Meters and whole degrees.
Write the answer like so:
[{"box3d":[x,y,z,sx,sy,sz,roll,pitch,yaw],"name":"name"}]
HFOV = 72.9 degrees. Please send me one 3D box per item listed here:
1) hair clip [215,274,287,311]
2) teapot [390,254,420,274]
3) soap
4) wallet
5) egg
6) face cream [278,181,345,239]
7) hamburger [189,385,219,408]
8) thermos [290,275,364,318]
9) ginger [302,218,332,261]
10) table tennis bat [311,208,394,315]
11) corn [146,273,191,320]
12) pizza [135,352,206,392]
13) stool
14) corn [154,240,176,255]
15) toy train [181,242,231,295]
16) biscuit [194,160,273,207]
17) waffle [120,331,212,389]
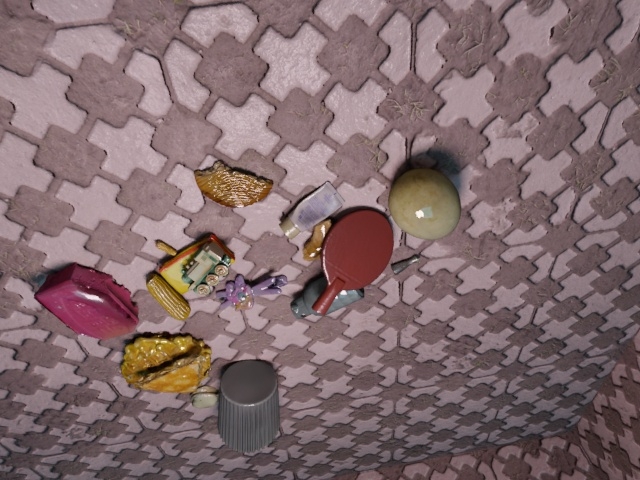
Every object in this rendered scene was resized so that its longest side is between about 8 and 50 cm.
[{"box3d":[-0.264,0.186,1.636,0.278,0.090,0.137,-18,97,1],"name":"hair clip"},{"box3d":[0.334,0.094,1.704,0.111,0.042,0.043,-28,130,8],"name":"teapot"},{"box3d":[-0.807,0.230,1.542,0.220,0.127,0.324,-19,132,8],"name":"soap"},{"box3d":[-0.437,0.078,1.529,0.241,0.067,0.141,-30,125,9],"name":"wallet"},{"box3d":[0.348,-0.107,1.416,0.218,0.218,0.295,-33,136,17],"name":"egg"},{"box3d":[-0.032,-0.096,1.464,0.224,0.070,0.114,-38,129,6],"name":"face cream"},{"box3d":[-0.558,0.759,2.086,0.133,0.062,0.140,24,120,-29],"name":"hamburger"},{"box3d":[0.024,0.216,1.690,0.287,0.145,0.182,-28,158,16],"name":"thermos"},{"box3d":[-0.001,0.000,1.536,0.095,0.069,0.190,11,125,-35],"name":"ginger"},{"box3d":[0.103,0.080,1.524,0.268,0.051,0.414,33,89,-25],"name":"table tennis bat"},{"box3d":[-0.565,0.211,1.605,0.080,0.080,0.231,-23,129,9],"name":"corn"},{"box3d":[-0.558,0.537,1.778,0.288,0.075,0.280,-40,136,21],"name":"pizza"},{"box3d":[-0.328,0.745,1.982,0.297,0.297,0.330,-1,125,-10],"name":"stool"},{"box3d":[-0.531,0.026,1.482,0.027,0.028,0.083,-45,125,12],"name":"corn"},{"box3d":[-0.390,0.100,1.471,0.125,0.080,0.194,40,110,-18],"name":"toy train"},{"box3d":[-0.265,-0.175,1.359,0.229,0.031,0.176,-12,133,0],"name":"biscuit"},{"box3d":[-0.656,0.536,1.862,0.380,0.095,0.382,6,131,-18],"name":"waffle"}]
